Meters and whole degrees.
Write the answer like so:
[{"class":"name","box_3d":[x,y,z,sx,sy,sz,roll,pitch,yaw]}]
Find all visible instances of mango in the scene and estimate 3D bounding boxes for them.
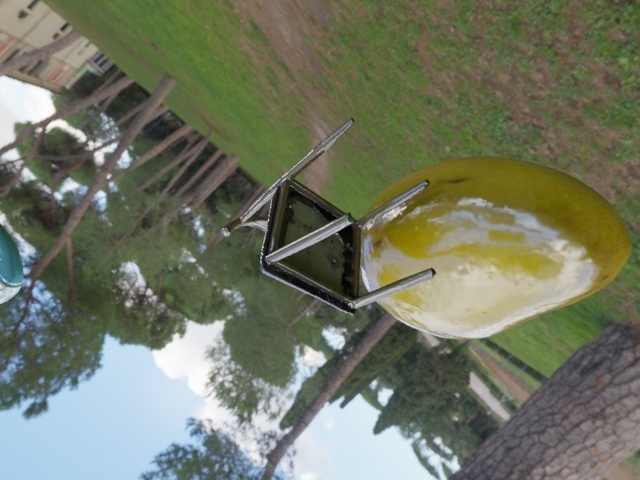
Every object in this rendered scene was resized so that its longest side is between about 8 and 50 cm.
[{"class":"mango","box_3d":[0.235,0.021,0.768,0.445,0.220,0.301,-4,114,56]}]

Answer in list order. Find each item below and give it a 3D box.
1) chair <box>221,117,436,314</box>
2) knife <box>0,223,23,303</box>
[{"class":"chair","box_3d":[0.000,0.000,0.686,0.188,0.272,0.166,30,-131,-33]},{"class":"knife","box_3d":[-0.304,-0.036,0.374,0.222,0.064,0.031,45,-174,6]}]
